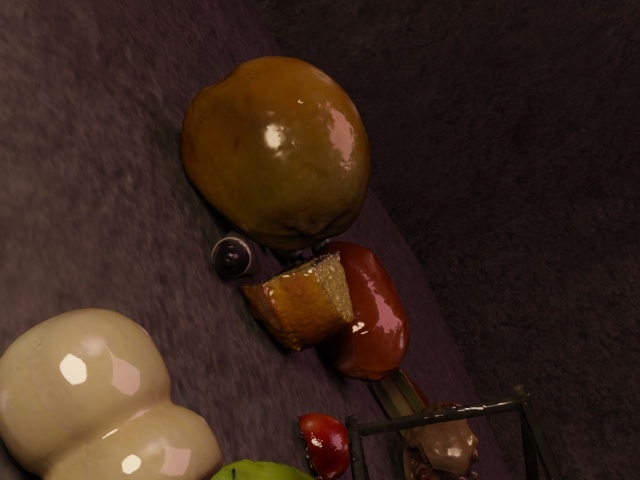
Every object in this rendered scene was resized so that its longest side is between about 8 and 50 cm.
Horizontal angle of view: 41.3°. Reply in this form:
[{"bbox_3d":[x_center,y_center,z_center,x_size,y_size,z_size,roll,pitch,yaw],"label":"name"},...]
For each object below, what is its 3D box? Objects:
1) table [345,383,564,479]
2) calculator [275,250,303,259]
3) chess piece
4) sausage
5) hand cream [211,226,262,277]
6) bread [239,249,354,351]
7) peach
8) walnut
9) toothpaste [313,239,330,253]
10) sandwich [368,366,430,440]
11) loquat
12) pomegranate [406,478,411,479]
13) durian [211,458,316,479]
[{"bbox_3d":[0.171,0.386,0.945,0.272,0.222,0.335,-96,175,-65],"label":"table"},{"bbox_3d":[-0.088,-0.053,1.578,0.185,0.041,0.299,59,9,-14],"label":"calculator"},{"bbox_3d":[-0.117,0.186,0.567,0.300,0.167,0.167,56,9,8],"label":"chess piece"},{"bbox_3d":[0.061,0.127,1.517,0.141,0.153,0.268,-6,62,-34],"label":"sausage"},{"bbox_3d":[-0.118,0.020,1.229,0.087,0.054,0.186,57,4,0],"label":"hand cream"},{"bbox_3d":[-0.022,0.095,1.278,0.260,0.129,0.134,-38,107,-79],"label":"bread"},{"bbox_3d":[0.010,0.274,1.143,0.098,0.061,0.098,-25,90,-86],"label":"peach"},{"bbox_3d":[0.223,0.400,1.613,0.204,0.141,0.238,-89,174,-48],"label":"walnut"},{"bbox_3d":[0.000,0.000,1.871,0.075,0.048,0.297,52,18,-56],"label":"toothpaste"},{"bbox_3d":[0.162,0.313,1.746,0.163,0.079,0.113,57,9,-18],"label":"sandwich"},{"bbox_3d":[-0.064,-0.128,1.261,0.284,0.276,0.276,66,11,22],"label":"loquat"},{"bbox_3d":[0.249,0.496,1.311,0.340,0.285,0.285,28,13,-1],"label":"pomegranate"},{"bbox_3d":[-0.030,0.289,0.790,0.139,0.101,0.250,-83,150,-68],"label":"durian"}]
